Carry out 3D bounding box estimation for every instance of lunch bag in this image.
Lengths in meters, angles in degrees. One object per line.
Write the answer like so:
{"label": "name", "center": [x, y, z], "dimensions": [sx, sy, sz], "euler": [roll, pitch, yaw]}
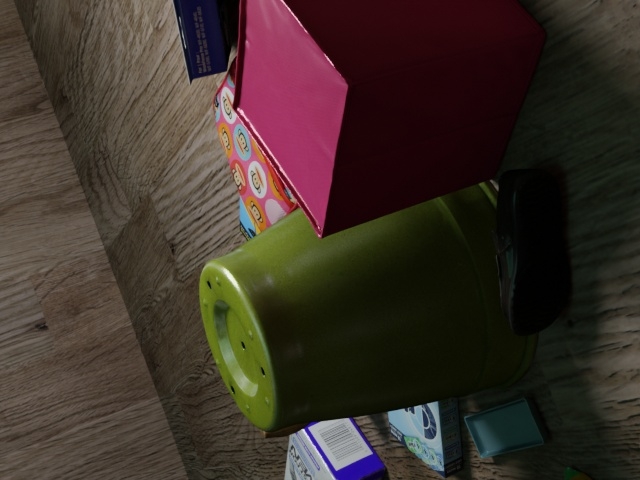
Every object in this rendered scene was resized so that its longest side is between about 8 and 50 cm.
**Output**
{"label": "lunch bag", "center": [-0.066, -0.170, 1.848], "dimensions": [0.293, 0.120, 0.258], "euler": [67, 152, 13]}

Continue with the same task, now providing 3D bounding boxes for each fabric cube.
{"label": "fabric cube", "center": [0.067, -0.200, 1.330], "dimensions": [0.254, 0.258, 0.259], "euler": [56, 153, 31]}

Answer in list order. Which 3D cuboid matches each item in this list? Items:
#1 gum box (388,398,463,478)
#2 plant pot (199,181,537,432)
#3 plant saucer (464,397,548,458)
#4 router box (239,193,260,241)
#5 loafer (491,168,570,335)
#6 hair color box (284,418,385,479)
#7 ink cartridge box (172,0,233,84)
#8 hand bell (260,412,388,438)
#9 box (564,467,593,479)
{"label": "gum box", "center": [0.159, 0.260, 1.751], "dimensions": [0.157, 0.041, 0.184], "euler": [32, 136, 53]}
{"label": "plant pot", "center": [0.040, 0.087, 1.491], "dimensions": [0.366, 0.353, 0.366], "euler": [47, 147, 44]}
{"label": "plant saucer", "center": [0.261, 0.265, 1.559], "dimensions": [0.067, 0.018, 0.192], "euler": [67, 158, 9]}
{"label": "router box", "center": [-0.098, -0.020, 2.114], "dimensions": [0.179, 0.046, 0.133], "euler": [51, 150, 39]}
{"label": "loafer", "center": [0.249, 0.010, 1.330], "dimensions": [0.078, 0.080, 0.220], "euler": [-131, 35, -61]}
{"label": "hair color box", "center": [0.018, 0.483, 2.167], "dimensions": [0.185, 0.110, 0.338], "euler": [53, 153, 34]}
{"label": "ink cartridge box", "center": [-0.195, -0.379, 1.868], "dimensions": [0.332, 0.065, 0.165], "euler": [-93, -5, -68]}
{"label": "hand bell", "center": [0.012, 0.281, 1.846], "dimensions": [0.126, 0.242, 0.126], "euler": [47, 148, 43]}
{"label": "box", "center": [0.359, 0.370, 1.388], "dimensions": [0.179, 0.043, 0.105], "euler": [35, 138, 57]}
